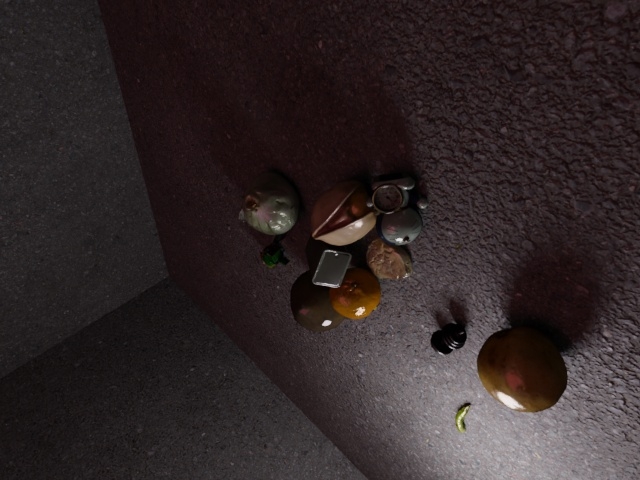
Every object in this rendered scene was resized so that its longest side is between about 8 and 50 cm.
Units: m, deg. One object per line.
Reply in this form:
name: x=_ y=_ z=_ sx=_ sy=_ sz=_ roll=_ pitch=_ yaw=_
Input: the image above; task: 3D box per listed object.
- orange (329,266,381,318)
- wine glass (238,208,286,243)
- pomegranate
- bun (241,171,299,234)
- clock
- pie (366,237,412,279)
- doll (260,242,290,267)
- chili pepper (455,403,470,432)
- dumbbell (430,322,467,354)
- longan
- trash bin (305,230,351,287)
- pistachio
orange: x=0.145 y=0.220 z=1.752 sx=0.219 sy=0.193 sz=0.219 roll=-2 pitch=84 yaw=21
wine glass: x=-0.275 y=-0.096 z=2.074 sx=0.232 sy=0.156 sz=0.156 roll=38 pitch=144 yaw=15
pomegranate: x=0.625 y=0.402 z=1.305 sx=0.260 sy=0.260 sz=0.260 roll=32 pitch=141 yaw=30
bun: x=-0.248 y=-0.158 z=1.872 sx=0.293 sy=0.187 sz=0.293 roll=8 pitch=107 yaw=26
clock: x=0.259 y=-0.100 z=1.394 sx=0.200 sy=0.146 sz=0.243 roll=-10 pitch=114 yaw=7
pie: x=0.259 y=0.073 z=1.632 sx=0.218 sy=0.052 sz=0.185 roll=-11 pitch=112 yaw=56
doll: x=-0.257 y=0.090 z=2.241 sx=0.134 sy=0.106 sz=0.186 roll=48 pitch=148 yaw=-11
chili pepper: x=0.617 y=0.776 z=1.827 sx=0.049 sy=0.043 sz=0.208 roll=37 pitch=145 yaw=45
dumbbell: x=0.484 y=0.373 z=1.579 sx=0.099 sy=0.099 sz=0.208 roll=47 pitch=147 yaw=11
longan: x=-0.005 y=0.278 z=1.930 sx=0.297 sy=0.297 sz=0.297 roll=32 pitch=141 yaw=30
trash bin: x=0.022 y=0.054 z=1.726 sx=0.240 sy=0.122 sz=0.164 roll=-112 pitch=38 yaw=-58
pistachio: x=0.082 y=-0.093 z=1.548 sx=0.229 sy=0.230 sz=0.309 roll=55 pitch=145 yaw=-1
